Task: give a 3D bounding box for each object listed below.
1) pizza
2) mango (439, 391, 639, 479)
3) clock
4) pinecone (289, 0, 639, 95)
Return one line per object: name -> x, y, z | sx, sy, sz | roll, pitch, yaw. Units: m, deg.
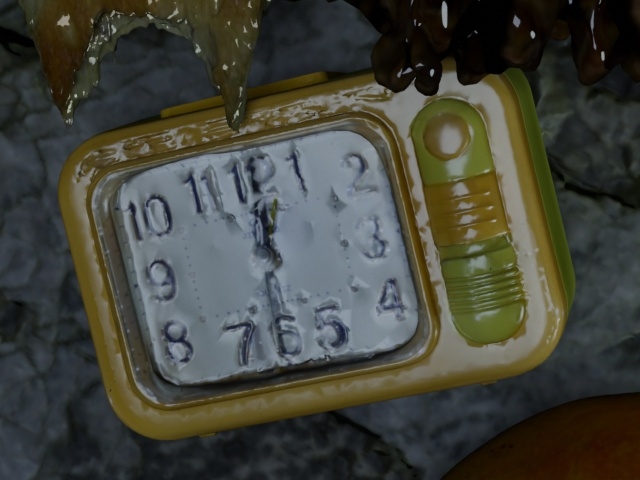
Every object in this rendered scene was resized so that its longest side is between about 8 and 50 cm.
pizza -> -0.069, -0.165, 0.833 | 0.181, 0.034, 0.262 | -15, 76, 12
mango -> 0.110, 0.149, 0.831 | 0.221, 0.120, 0.151 | -25, 94, 22
clock -> 0.000, 0.000, 0.846 | 0.202, 0.096, 0.143 | -12, 99, 14
pinecone -> 0.100, -0.164, 0.731 | 0.273, 0.224, 0.224 | -14, 96, -2
